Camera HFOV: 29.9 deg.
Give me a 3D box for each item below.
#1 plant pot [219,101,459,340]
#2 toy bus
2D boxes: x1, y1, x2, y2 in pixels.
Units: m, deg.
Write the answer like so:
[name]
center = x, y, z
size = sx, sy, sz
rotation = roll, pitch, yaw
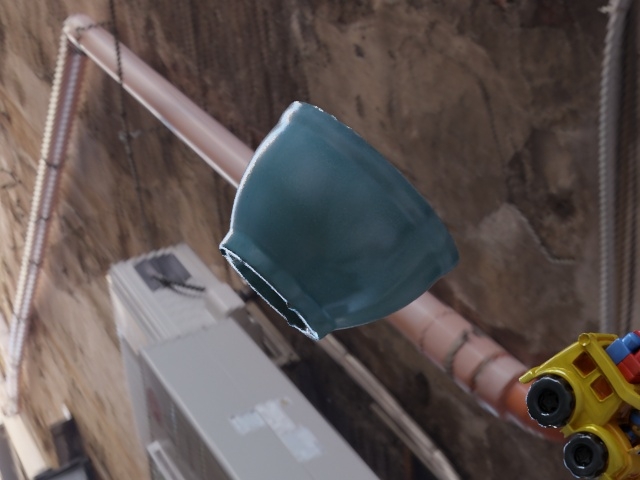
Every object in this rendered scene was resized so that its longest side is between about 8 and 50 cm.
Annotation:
[plant pot]
center = 0.000, 0.000, 1.498
size = 0.196, 0.293, 0.293
rotation = -46, -53, -9
[toy bus]
center = 0.441, 0.235, 1.771
size = 0.211, 0.220, 0.149
rotation = -44, -29, 24
